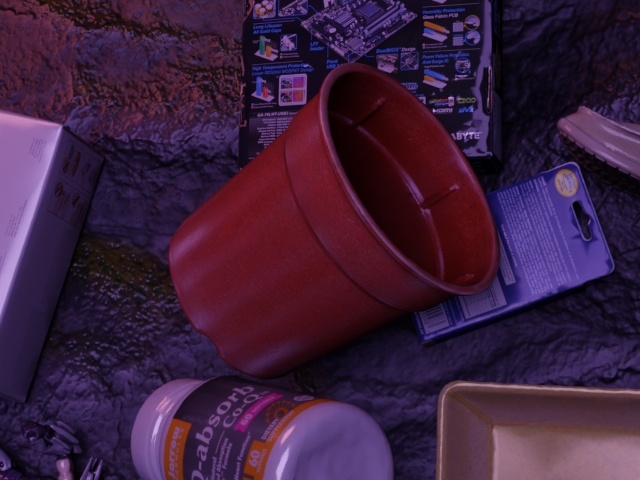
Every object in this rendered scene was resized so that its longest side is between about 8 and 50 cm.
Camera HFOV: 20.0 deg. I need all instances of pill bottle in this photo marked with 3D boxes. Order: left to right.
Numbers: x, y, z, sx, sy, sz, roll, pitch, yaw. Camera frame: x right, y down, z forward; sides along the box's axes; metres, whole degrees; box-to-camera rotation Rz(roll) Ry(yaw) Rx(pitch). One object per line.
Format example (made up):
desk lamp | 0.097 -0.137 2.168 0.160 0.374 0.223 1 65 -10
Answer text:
pill bottle | -0.067 0.227 1.877 0.278 0.162 0.162 8 77 50

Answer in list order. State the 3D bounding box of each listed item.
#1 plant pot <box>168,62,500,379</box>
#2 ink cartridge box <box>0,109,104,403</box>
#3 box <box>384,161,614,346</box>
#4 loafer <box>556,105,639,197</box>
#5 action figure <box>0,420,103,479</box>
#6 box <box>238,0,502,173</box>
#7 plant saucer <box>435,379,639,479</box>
plant pot | 0.000 0.000 1.901 0.265 0.272 0.272 -34 69 29
ink cartridge box | -0.434 -0.001 2.098 0.271 0.130 0.309 14 81 19
box | 0.196 0.015 1.977 0.225 0.036 0.136 -21 73 11
loafer | 0.381 -0.083 1.925 0.268 0.102 0.092 26 83 10
action figure | -0.368 0.266 2.030 0.285 0.099 0.185 30 70 12
box | 0.057 -0.218 2.052 0.295 0.073 0.293 -3 75 14
plant saucer | 0.284 0.312 1.836 0.332 0.081 0.333 2 90 14
